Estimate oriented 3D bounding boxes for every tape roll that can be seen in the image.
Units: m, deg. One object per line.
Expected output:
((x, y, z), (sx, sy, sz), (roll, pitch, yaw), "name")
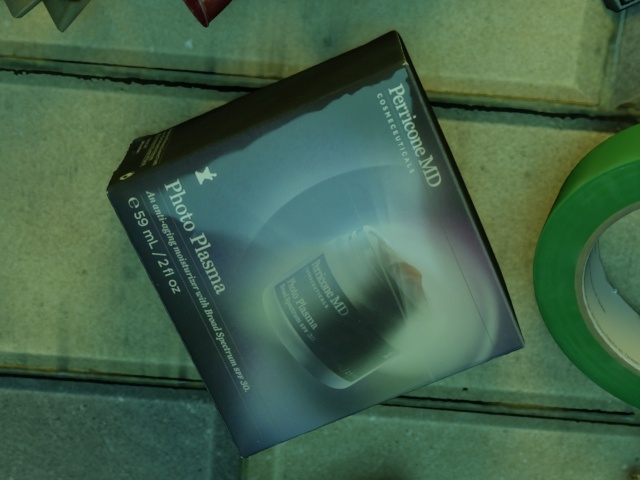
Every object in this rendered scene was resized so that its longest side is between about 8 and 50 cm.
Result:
((0.366, 0.035, 1.153), (0.321, 0.077, 0.321), (13, 129, 17), "tape roll")

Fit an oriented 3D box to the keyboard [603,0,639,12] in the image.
((0.280, -0.314, 1.131), (0.100, 0.038, 0.192), (-25, 107, 9), "keyboard")

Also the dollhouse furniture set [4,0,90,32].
((-0.310, -0.325, 1.028), (0.135, 0.262, 0.259), (-40, 67, 23), "dollhouse furniture set")

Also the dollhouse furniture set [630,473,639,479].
((0.369, 0.257, 1.304), (0.059, 0.076, 0.151), (27, 117, -6), "dollhouse furniture set")

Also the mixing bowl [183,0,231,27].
((-0.106, -0.292, 1.082), (0.098, 0.181, 0.181), (-31, 106, -6), "mixing bowl")

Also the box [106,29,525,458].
((0.000, 0.000, 1.165), (0.294, 0.182, 0.296), (-23, 107, 7), "box")
